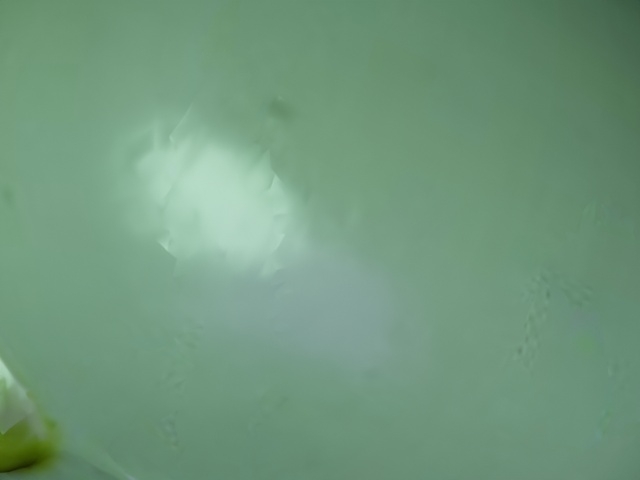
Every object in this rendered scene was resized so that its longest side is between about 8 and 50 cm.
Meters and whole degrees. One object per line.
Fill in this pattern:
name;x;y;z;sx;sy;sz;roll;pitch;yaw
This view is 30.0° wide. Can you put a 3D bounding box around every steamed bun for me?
steamed bun;0.003;-0.004;0.488;0.374;0.334;0.333;23;105;-10
